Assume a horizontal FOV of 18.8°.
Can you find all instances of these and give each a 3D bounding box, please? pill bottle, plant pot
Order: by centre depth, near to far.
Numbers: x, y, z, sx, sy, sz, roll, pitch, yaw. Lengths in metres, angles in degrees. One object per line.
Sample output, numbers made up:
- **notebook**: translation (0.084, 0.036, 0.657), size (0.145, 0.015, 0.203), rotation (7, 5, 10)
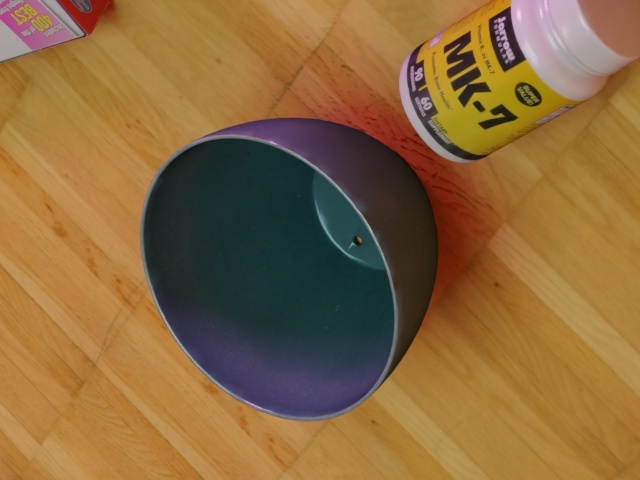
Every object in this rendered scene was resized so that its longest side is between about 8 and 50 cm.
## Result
- **pill bottle**: translation (0.179, -0.160, 1.698), size (0.208, 0.119, 0.119), rotation (-30, 93, 42)
- **plant pot**: translation (0.000, 0.000, 1.861), size (0.290, 0.195, 0.290), rotation (17, 123, 29)

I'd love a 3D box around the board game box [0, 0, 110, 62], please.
- **board game box**: translation (-0.403, -0.318, 2.000), size (0.242, 0.064, 0.316), rotation (-10, 131, 39)
